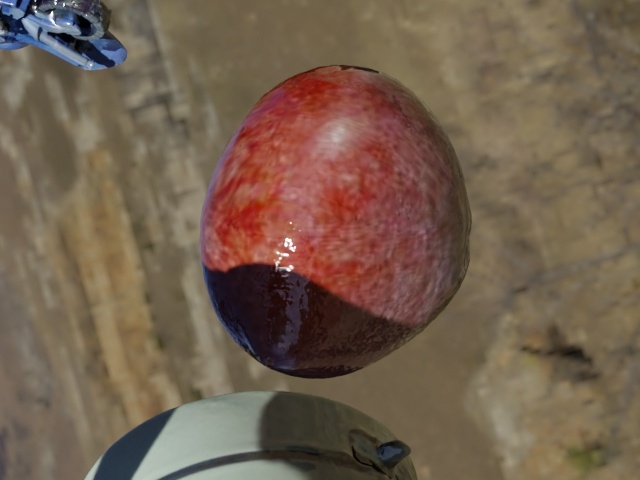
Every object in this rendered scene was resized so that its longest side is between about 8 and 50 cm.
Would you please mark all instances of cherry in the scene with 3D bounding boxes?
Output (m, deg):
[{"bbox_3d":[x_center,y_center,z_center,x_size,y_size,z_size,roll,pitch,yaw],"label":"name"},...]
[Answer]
[{"bbox_3d":[-0.001,-0.008,1.477,0.206,0.239,0.239,41,152,36],"label":"cherry"}]

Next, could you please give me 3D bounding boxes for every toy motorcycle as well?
[{"bbox_3d":[-0.266,-0.193,1.591,0.114,0.205,0.076,76,-151,-71],"label":"toy motorcycle"}]

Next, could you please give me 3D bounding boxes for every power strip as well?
[{"bbox_3d":[-0.053,0.300,1.757,0.161,0.357,0.357,-103,3,-49],"label":"power strip"}]
